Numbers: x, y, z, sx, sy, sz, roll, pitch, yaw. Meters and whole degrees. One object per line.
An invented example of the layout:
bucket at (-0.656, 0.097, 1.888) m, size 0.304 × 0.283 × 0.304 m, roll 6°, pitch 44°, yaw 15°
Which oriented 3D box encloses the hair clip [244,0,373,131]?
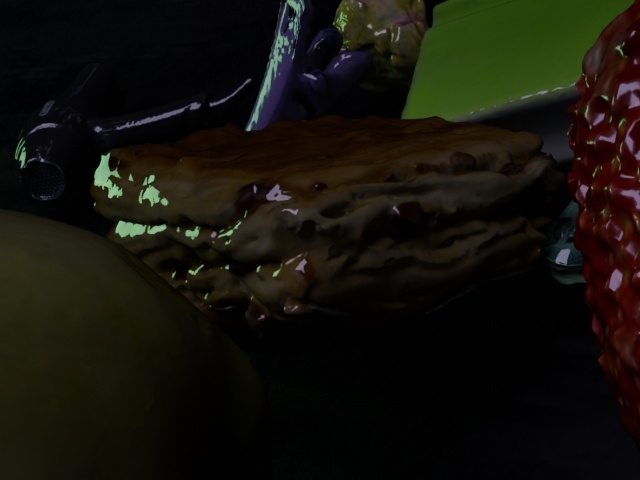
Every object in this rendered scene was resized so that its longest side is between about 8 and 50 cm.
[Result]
hair clip at (-0.038, -0.085, 1.458) m, size 0.137 × 0.090 × 0.278 m, roll 38°, pitch 110°, yaw 50°

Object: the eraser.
eraser at (0.216, -0.158, 1.356) m, size 0.274 × 0.092 × 0.210 m, roll -16°, pitch 37°, yaw 28°

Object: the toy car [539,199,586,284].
toy car at (0.233, -0.024, 1.201) m, size 0.093 × 0.058 × 0.186 m, roll -10°, pitch 26°, yaw 38°

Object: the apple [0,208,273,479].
apple at (-0.256, 0.189, 1.040) m, size 0.473 × 0.474 × 0.474 m, roll -23°, pitch 36°, yaw 18°

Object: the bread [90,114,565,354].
bread at (0.000, 0.000, 1.219) m, size 0.277 × 0.167 × 0.324 m, roll -14°, pitch 15°, yaw -35°

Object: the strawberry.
strawberry at (0.271, -0.017, 0.966) m, size 0.292 × 0.292 × 0.343 m, roll -12°, pitch 41°, yaw 30°

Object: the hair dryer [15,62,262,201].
hair dryer at (-0.178, -0.134, 1.703) m, size 0.271 × 0.091 × 0.235 m, roll -8°, pitch 31°, yaw 16°

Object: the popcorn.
popcorn at (0.061, -0.188, 1.508) m, size 0.097 × 0.109 × 0.089 m, roll -51°, pitch 11°, yaw 53°
